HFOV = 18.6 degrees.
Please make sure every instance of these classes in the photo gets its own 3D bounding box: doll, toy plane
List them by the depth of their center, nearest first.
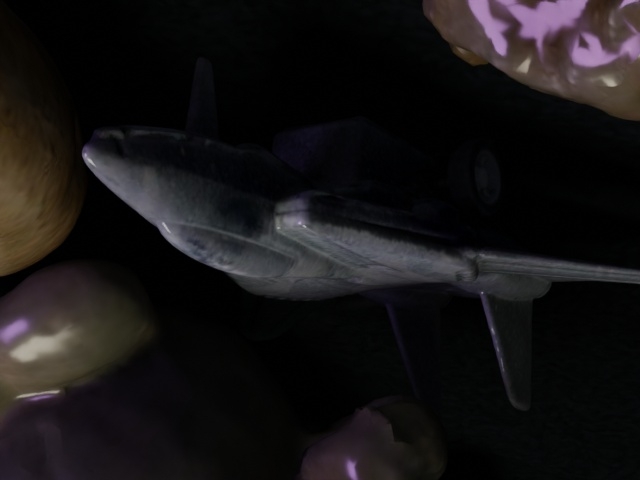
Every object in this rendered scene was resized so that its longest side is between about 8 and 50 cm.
[{"bbox_3d":[0.001,-0.011,0.711,0.212,0.088,0.267,-9,156,32],"label":"toy plane"},{"bbox_3d":[-0.010,0.173,0.815,0.252,0.382,0.378,-33,177,16],"label":"doll"}]

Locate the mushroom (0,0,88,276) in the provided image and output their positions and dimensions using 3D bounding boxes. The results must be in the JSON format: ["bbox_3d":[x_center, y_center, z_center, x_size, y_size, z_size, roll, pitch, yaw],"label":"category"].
[{"bbox_3d":[-0.167,-0.032,0.710,0.285,0.156,0.151,1,164,45],"label":"mushroom"}]

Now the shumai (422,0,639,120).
[{"bbox_3d":[0.095,-0.134,0.405,0.206,0.166,0.175,-23,133,11],"label":"shumai"}]
